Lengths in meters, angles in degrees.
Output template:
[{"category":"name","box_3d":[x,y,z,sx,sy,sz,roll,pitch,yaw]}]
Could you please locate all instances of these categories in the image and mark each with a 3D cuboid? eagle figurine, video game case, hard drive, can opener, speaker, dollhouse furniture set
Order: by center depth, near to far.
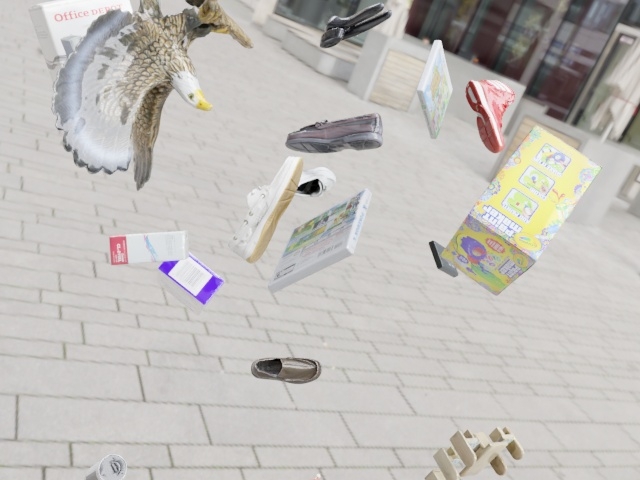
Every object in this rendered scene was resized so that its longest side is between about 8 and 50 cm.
[{"category":"eagle figurine","box_3d":[-0.245,-0.234,0.918,0.226,0.298,0.225,42,6,-39]},{"category":"speaker","box_3d":[-0.433,0.469,1.278,0.055,0.136,0.055,15,58,-26]},{"category":"can opener","box_3d":[0.077,-0.459,1.357,0.186,0.073,0.059,-8,-20,42]},{"category":"dollhouse furniture set","box_3d":[0.417,0.635,1.701,0.212,0.242,0.161,10,35,-37]},{"category":"video game case","box_3d":[0.337,-0.439,1.855,0.023,0.212,0.193,5,-33,28]},{"category":"video game case","box_3d":[0.000,0.000,1.969,0.036,0.329,0.300,47,37,-21]},{"category":"hard drive","box_3d":[0.388,0.059,1.997,0.135,0.022,0.094,26,44,-54]}]

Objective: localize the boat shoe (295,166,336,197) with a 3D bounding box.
[{"category":"boat shoe","box_3d":[-0.025,-0.166,1.939,0.084,0.095,0.258,42,30,26]}]

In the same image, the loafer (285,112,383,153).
[{"category":"loafer","box_3d":[0.042,-0.314,1.860,0.302,0.095,0.109,1,-13,24]}]

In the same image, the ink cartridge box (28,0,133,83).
[{"category":"ink cartridge box","box_3d":[-0.404,-0.327,1.147,0.158,0.218,0.092,-26,26,-30]}]

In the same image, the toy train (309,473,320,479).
[{"category":"toy train","box_3d":[0.005,0.701,1.733,0.046,0.166,0.125,26,61,-30]}]

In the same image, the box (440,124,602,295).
[{"category":"box","box_3d":[0.455,-0.059,1.479,0.177,0.279,0.290,36,-17,10]}]

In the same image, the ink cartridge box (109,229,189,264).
[{"category":"ink cartridge box","box_3d":[-0.415,0.017,1.558,0.175,0.072,0.127,-4,1,-7]}]

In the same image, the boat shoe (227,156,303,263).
[{"category":"boat shoe","box_3d":[-0.135,-0.086,1.496,0.096,0.277,0.098,29,2,13]}]

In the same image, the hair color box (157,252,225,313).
[{"category":"hair color box","box_3d":[-0.427,0.135,2.063,0.185,0.110,0.339,40,-20,-4]}]

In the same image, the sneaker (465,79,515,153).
[{"category":"sneaker","box_3d":[0.494,-0.351,1.744,0.128,0.221,0.087,-13,-12,-12]}]

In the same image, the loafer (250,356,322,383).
[{"category":"loafer","box_3d":[-0.105,0.394,1.931,0.220,0.080,0.078,-2,-17,0]}]
